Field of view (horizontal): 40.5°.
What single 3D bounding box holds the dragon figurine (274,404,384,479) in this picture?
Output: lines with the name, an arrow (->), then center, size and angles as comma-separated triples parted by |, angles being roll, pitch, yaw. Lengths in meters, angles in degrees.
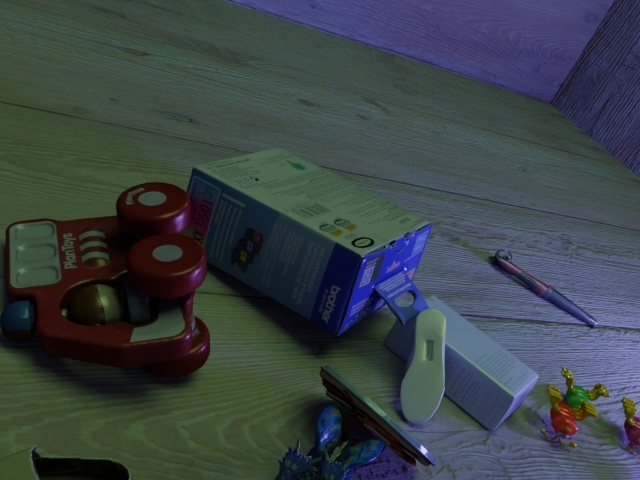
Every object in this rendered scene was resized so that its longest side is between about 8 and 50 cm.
dragon figurine -> 0.018, 0.259, 1.050 | 0.085, 0.144, 0.289 | 35, 27, 12

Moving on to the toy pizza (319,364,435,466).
toy pizza -> 0.071, 0.243, 1.169 | 0.201, 0.032, 0.201 | 41, -8, 7

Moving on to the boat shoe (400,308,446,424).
boat shoe -> 0.159, 0.198, 1.346 | 0.066, 0.063, 0.184 | 2, 64, 7

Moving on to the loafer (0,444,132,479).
loafer -> -0.298, 0.245, 0.824 | 0.269, 0.092, 0.102 | 5, 35, -39

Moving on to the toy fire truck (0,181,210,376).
toy fire truck -> -0.283, 0.060, 1.135 | 0.254, 0.169, 0.302 | -7, 37, -14

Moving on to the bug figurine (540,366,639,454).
bug figurine -> 0.501, 0.324, 1.489 | 0.279, 0.072, 0.216 | 26, 19, 5

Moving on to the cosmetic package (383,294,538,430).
cosmetic package -> 0.233, 0.199, 1.442 | 0.231, 0.085, 0.117 | 37, 28, 22

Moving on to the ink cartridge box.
ink cartridge box -> 0.000, 0.000, 1.428 | 0.396, 0.151, 0.270 | 27, 24, 23

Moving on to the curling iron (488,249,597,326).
curling iron -> 0.496, 0.103, 1.925 | 0.274, 0.035, 0.068 | 34, 27, 12
